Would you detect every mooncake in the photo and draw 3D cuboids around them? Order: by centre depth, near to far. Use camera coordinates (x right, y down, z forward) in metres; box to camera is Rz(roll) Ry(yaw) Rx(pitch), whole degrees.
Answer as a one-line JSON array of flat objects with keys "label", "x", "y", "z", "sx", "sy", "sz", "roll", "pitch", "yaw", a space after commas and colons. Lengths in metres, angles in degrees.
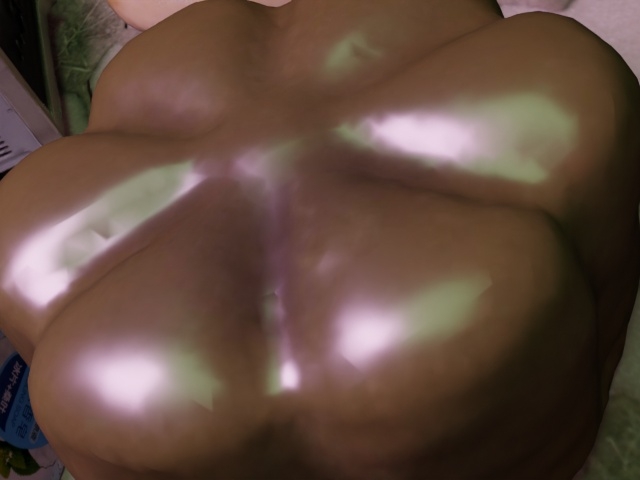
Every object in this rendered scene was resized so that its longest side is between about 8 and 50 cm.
[{"label": "mooncake", "x": 0.000, "y": 0.000, "z": 0.676, "sx": 0.467, "sy": 0.262, "sz": 0.467, "roll": -12, "pitch": 50, "yaw": 14}]

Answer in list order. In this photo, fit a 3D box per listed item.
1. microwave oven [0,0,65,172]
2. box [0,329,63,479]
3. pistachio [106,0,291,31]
[{"label": "microwave oven", "x": -0.455, "y": -0.228, "z": 1.039, "sx": 0.286, "sy": 0.218, "sz": 0.355, "roll": -24, "pitch": 51, "yaw": 4}, {"label": "box", "x": -0.271, "y": 0.145, "z": 0.741, "sx": 0.083, "sy": 0.142, "sz": 0.232, "roll": -3, "pitch": 54, "yaw": 17}, {"label": "pistachio", "x": -0.097, "y": -0.298, "z": 0.948, "sx": 0.321, "sy": 0.238, "sz": 0.229, "roll": 28, "pitch": 73, "yaw": 12}]
